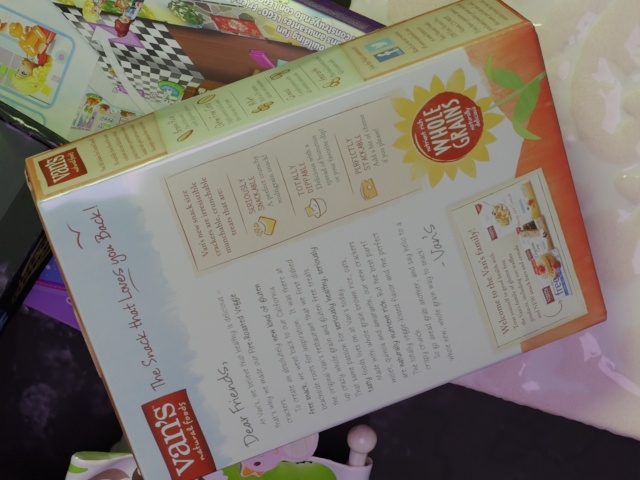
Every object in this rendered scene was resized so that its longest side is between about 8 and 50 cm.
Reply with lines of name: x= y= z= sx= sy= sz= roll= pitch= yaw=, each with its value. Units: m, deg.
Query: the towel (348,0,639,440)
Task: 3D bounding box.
towel: x=0.159 y=-0.068 z=0.927 sx=0.317 sy=0.053 sz=0.331 roll=16 pitch=103 yaw=16

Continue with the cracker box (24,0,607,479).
cracker box: x=0.000 y=0.000 z=0.854 sx=0.232 sy=0.067 sz=0.155 roll=-20 pitch=115 yaw=-7

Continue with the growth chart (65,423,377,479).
growth chart: x=-0.087 y=0.169 z=1.005 sx=0.237 sy=0.021 sz=0.172 roll=-7 pitch=125 yaw=-12

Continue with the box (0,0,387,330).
box: x=-0.104 y=-0.059 z=0.941 sx=0.293 sy=0.057 sz=0.201 roll=25 pitch=104 yaw=6

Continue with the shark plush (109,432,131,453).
shark plush: x=-0.075 y=0.128 z=1.021 sx=0.067 sy=0.073 sz=0.161 roll=15 pitch=100 yaw=-35

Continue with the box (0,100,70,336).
box: x=-0.306 y=0.014 z=0.873 sx=0.293 sy=0.073 sz=0.295 roll=31 pitch=82 yaw=1
